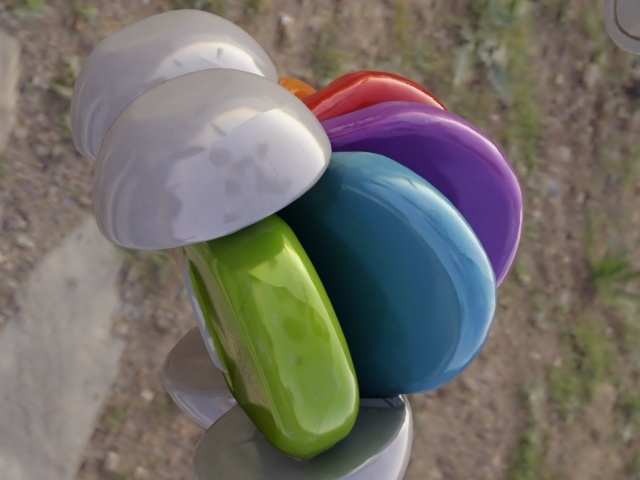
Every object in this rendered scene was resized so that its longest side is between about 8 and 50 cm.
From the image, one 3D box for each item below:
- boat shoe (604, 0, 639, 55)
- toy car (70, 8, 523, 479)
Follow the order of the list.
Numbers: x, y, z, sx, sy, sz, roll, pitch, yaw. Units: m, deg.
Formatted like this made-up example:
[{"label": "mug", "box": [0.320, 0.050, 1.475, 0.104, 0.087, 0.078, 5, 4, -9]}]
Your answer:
[{"label": "boat shoe", "box": [0.225, -0.191, 0.788, 0.079, 0.095, 0.254, 23, 96, -44]}, {"label": "toy car", "box": [0.000, 0.000, 0.571, 0.136, 0.182, 0.159, -20, 113, -6]}]
